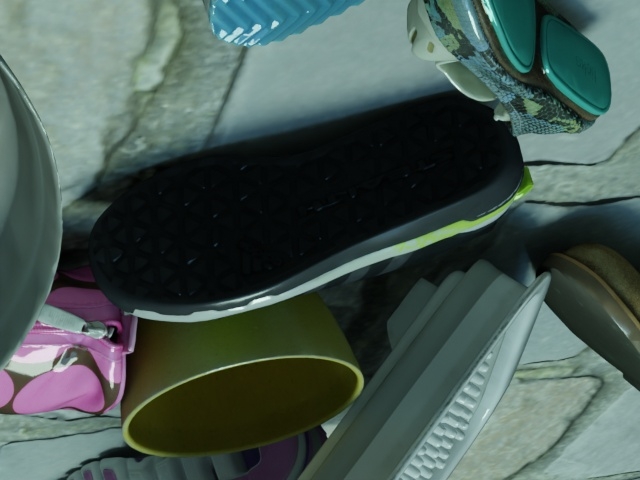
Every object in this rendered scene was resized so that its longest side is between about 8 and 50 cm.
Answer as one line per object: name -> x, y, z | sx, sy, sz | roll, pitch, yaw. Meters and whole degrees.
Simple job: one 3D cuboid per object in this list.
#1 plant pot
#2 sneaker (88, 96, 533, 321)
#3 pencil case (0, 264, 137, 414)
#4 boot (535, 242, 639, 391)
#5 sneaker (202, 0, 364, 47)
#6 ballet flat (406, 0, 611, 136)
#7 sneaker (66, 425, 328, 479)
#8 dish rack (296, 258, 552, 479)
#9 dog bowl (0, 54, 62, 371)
plant pot -> -0.053, 0.051, 1.013 | 0.134, 0.095, 0.134 | -12, 155, -6
sneaker -> 0.000, 0.000, 0.950 | 0.234, 0.084, 0.097 | -14, 156, -2
pencil case -> -0.202, 0.050, 0.940 | 0.209, 0.095, 0.098 | -2, -177, -27
boot -> 0.236, 0.049, 1.204 | 0.115, 0.112, 0.305 | -49, 145, 4
sneaker -> 0.036, -0.150, 0.663 | 0.228, 0.092, 0.087 | -22, 160, -33
ballet flat -> 0.075, -0.091, 0.831 | 0.070, 0.070, 0.188 | -23, 151, 18
sneaker -> -0.085, 0.181, 1.283 | 0.236, 0.095, 0.104 | -29, 159, 26
dish rack -> 0.015, 0.166, 1.139 | 0.333, 0.072, 0.285 | -51, 166, -19
dog bowl -> -0.274, -0.020, 0.667 | 0.348, 0.102, 0.349 | -13, 142, -11
